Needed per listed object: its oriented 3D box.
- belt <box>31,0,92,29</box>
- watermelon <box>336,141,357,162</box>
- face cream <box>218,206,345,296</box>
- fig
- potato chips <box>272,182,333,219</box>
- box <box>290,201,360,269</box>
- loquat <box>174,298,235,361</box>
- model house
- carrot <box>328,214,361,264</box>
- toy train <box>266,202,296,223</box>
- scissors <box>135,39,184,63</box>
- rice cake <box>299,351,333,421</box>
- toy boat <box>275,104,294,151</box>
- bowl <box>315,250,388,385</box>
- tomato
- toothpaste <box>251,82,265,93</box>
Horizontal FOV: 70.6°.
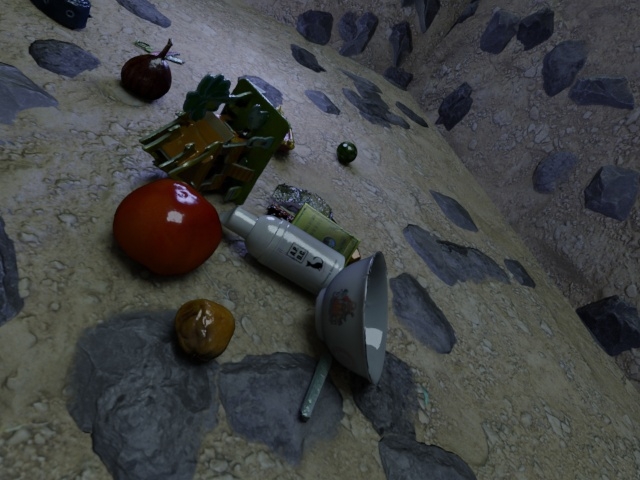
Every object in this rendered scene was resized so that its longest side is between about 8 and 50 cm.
[{"bbox_3d":[-0.914,-0.859,1.589,0.218,0.128,0.122,38,33,1],"label":"belt"},{"bbox_3d":[0.120,-0.412,2.088,0.109,0.109,0.109,26,35,-19],"label":"watermelon"},{"bbox_3d":[-0.121,0.013,1.284,0.370,0.145,0.145,31,33,-12],"label":"face cream"},{"bbox_3d":[-0.570,-0.561,1.536,0.149,0.202,0.148,61,34,-35],"label":"fig"},{"bbox_3d":[-0.056,-0.129,1.554,0.220,0.029,0.202,30,31,-6],"label":"potato chips"},{"bbox_3d":[0.000,0.000,1.431,0.220,0.064,0.141,36,73,-8],"label":"box"},{"bbox_3d":[-0.251,0.193,0.977,0.137,0.113,0.137,45,33,-39],"label":"loquat"},{"bbox_3d":[-0.304,-0.268,1.251,0.242,0.357,0.313,48,32,11],"label":"model house"},{"bbox_3d":[0.038,-0.047,1.591,0.066,0.066,0.314,-3,51,-46],"label":"carrot"},{"bbox_3d":[-0.068,-0.045,1.497,0.250,0.053,0.085,32,24,-8],"label":"toy train"},{"bbox_3d":[-0.640,-0.752,1.829,0.187,0.020,0.133,-11,60,-48],"label":"scissors"},{"bbox_3d":[-0.010,0.347,1.088,0.033,0.033,0.207,37,33,-5],"label":"rice cake"},{"bbox_3d":[-0.166,-0.447,1.855,0.141,0.099,0.318,22,33,-30],"label":"toy boat"},{"bbox_3d":[0.080,0.198,1.193,0.157,0.345,0.345,0,28,18],"label":"bowl"},{"bbox_3d":[-0.363,-0.042,1.085,0.260,0.180,0.260,29,25,-16],"label":"tomato"},{"bbox_3d":[-0.321,-0.648,1.996,0.314,0.056,0.058,-68,144,-60],"label":"toothpaste"}]
